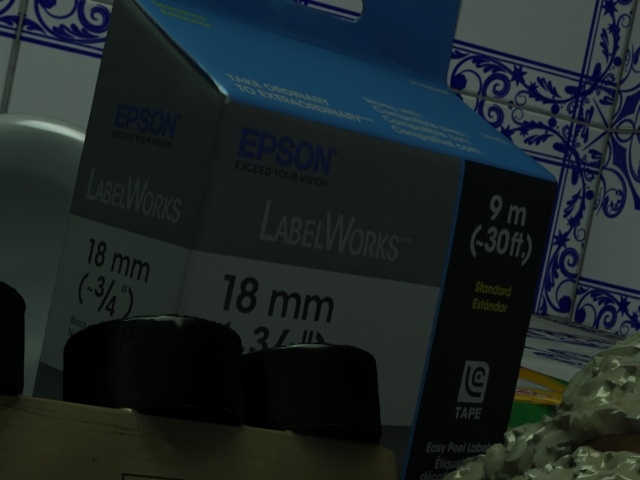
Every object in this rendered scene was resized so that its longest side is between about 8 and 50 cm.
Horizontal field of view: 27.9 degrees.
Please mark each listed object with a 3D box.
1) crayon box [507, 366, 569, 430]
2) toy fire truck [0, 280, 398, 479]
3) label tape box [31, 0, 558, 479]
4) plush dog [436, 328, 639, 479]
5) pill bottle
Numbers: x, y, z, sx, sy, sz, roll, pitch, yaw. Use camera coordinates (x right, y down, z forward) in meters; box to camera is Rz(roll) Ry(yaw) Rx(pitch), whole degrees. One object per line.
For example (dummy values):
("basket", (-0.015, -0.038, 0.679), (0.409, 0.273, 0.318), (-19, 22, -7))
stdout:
("crayon box", (0.103, 0.139, 0.960), (0.278, 0.081, 0.165), (10, 3, -38))
("toy fire truck", (-0.121, 0.094, 0.452), (0.217, 0.159, 0.246), (14, -28, -41))
("label tape box", (0.000, 0.000, 0.648), (0.240, 0.334, 0.106), (9, 3, -43))
("plush dog", (0.143, 0.124, 0.516), (0.262, 0.211, 0.225), (13, 26, 22))
("pill bottle", (-0.181, 0.024, 0.916), (0.187, 0.188, 0.334), (11, -3, 1))
